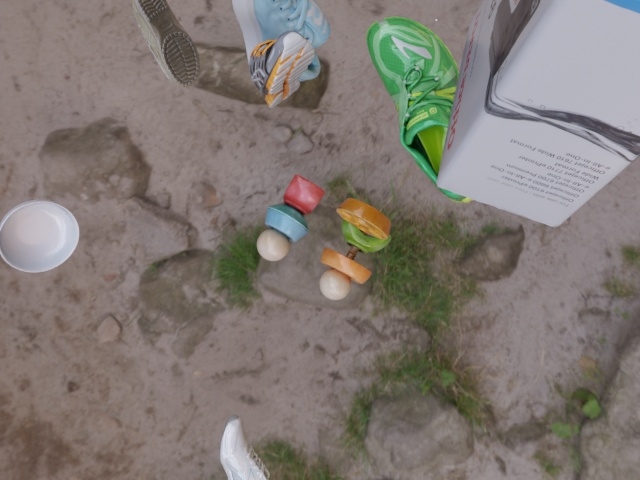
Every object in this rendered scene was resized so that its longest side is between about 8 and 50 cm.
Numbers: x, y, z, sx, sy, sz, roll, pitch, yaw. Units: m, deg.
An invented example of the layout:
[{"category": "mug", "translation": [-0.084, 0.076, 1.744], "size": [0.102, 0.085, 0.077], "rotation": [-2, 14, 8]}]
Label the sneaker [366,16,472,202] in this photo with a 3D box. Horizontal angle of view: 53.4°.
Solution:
[{"category": "sneaker", "translation": [0.158, -0.191, 0.905], "size": [0.109, 0.123, 0.295], "rotation": [-29, 89, 22]}]

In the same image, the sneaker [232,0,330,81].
[{"category": "sneaker", "translation": [-0.057, -0.396, 1.072], "size": [0.150, 0.366, 0.135], "rotation": [4, 73, 4]}]

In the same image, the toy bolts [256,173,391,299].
[{"category": "toy bolts", "translation": [0.000, 0.000, 1.141], "size": [0.228, 0.218, 0.158], "rotation": [30, 83, 1]}]

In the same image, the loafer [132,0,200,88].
[{"category": "loafer", "translation": [-0.401, -0.526, 1.653], "size": [0.102, 0.092, 0.268], "rotation": [-32, 115, -20]}]

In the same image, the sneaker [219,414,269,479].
[{"category": "sneaker", "translation": [-0.097, 0.301, 0.844], "size": [0.061, 0.053, 0.152], "rotation": [-3, 102, 10]}]

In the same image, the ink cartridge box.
[{"category": "ink cartridge box", "translation": [0.214, -0.184, 0.494], "size": [0.129, 0.223, 0.307], "rotation": [18, 153, -2]}]

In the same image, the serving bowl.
[{"category": "serving bowl", "translation": [-0.307, -0.008, 0.689], "size": [0.027, 0.083, 0.083], "rotation": [34, 120, 45]}]

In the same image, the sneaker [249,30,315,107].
[{"category": "sneaker", "translation": [-0.073, -0.275, 0.991], "size": [0.084, 0.215, 0.083], "rotation": [-37, 92, -15]}]
